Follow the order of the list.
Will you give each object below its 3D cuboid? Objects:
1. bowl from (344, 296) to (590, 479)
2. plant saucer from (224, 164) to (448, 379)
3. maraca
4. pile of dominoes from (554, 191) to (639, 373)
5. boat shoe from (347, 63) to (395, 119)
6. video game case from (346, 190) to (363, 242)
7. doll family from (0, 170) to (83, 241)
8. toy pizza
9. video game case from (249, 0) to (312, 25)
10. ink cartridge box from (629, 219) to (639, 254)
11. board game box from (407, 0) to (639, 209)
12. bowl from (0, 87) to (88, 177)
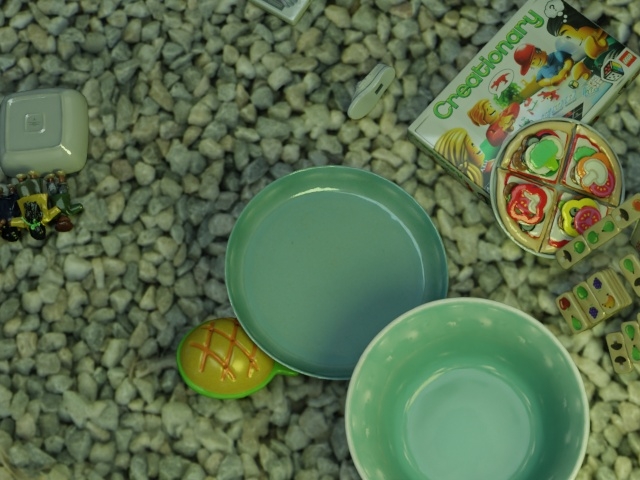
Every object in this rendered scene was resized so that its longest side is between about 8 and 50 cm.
[{"bbox_3d":[0.195,0.245,1.728,0.311,0.163,0.311,-2,72,7],"label":"bowl"},{"bbox_3d":[0.022,0.047,1.843,0.318,0.043,0.317,2,70,-6],"label":"plant saucer"},{"bbox_3d":[-0.112,0.160,1.834,0.186,0.099,0.127,-12,63,-21],"label":"maraca"},{"bbox_3d":[0.420,0.053,1.726,0.040,0.251,0.196,-16,72,-41],"label":"pile of dominoes"},{"bbox_3d":[0.070,-0.226,1.959,0.035,0.035,0.100,32,83,43],"label":"boat shoe"},{"bbox_3d":[0.000,0.000,1.906,0.119,0.015,0.166,1,74,9],"label":"video game case"},{"bbox_3d":[-0.457,-0.038,1.953,0.193,0.076,0.111,-14,76,8],"label":"doll family"},{"bbox_3d":[0.337,-0.074,1.835,0.201,0.032,0.201,0,90,-10],"label":"toy pizza"},{"bbox_3d":[-0.072,-0.451,2.048,0.190,0.022,0.173,31,79,15],"label":"video game case"},{"bbox_3d":[0.512,0.037,1.760,0.082,0.139,0.190,-31,72,-4],"label":"ink cartridge box"},{"bbox_3d":[0.299,-0.205,1.907,0.193,0.053,0.305,41,82,16],"label":"board game box"},{"bbox_3d":[-0.432,-0.171,1.998,0.142,0.053,0.142,-5,72,8],"label":"bowl"}]
